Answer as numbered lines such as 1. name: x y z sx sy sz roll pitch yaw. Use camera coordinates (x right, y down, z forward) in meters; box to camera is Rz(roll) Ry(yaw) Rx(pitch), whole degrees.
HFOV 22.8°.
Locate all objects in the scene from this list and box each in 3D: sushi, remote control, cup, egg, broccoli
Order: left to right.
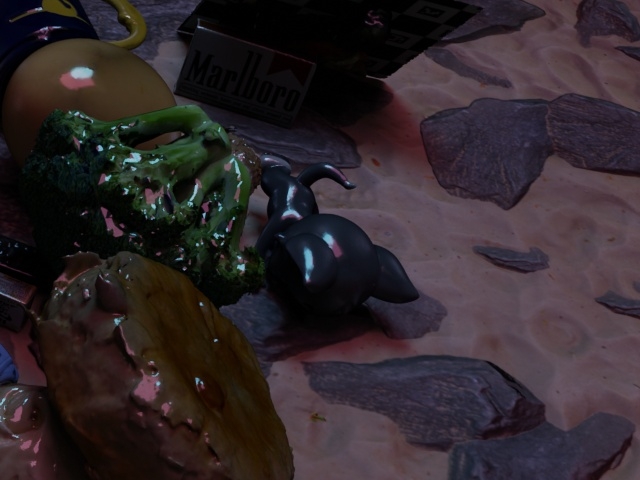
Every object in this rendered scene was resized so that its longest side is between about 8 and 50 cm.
1. remote control: -0.402 0.003 1.804 0.245 0.025 0.063 21 33 -5
2. cup: -0.353 -0.295 2.070 0.255 0.178 0.256 -22 53 -14
3. egg: -0.280 -0.144 1.904 0.201 0.201 0.244 43 1 25
4. broccoli: -0.198 -0.031 1.757 0.245 0.265 0.294 -36 97 -21
5. sushi: 0.000 -0.286 2.246 0.343 0.359 0.064 11 75 -18

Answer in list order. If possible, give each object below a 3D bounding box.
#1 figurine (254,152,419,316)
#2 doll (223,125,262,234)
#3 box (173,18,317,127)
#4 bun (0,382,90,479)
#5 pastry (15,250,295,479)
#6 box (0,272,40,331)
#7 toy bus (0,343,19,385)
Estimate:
1. figurine: 0.002 -0.005 1.974 0.193 0.140 0.265 20 45 -37
2. doll: -0.143 -0.037 1.937 0.105 0.115 0.221 11 61 13
3. box: -0.106 -0.235 2.223 0.178 0.115 0.036 16 33 -13
4. bun: -0.284 0.198 1.549 0.183 0.102 0.183 19 33 -13
5. pastry: -0.150 0.162 1.569 0.329 0.136 0.329 51 16 -20
6. box: -0.413 0.037 1.729 0.207 0.050 0.041 23 37 -3
7. toy bus: -0.382 0.131 1.600 0.167 0.076 0.073 -18 53 -44
